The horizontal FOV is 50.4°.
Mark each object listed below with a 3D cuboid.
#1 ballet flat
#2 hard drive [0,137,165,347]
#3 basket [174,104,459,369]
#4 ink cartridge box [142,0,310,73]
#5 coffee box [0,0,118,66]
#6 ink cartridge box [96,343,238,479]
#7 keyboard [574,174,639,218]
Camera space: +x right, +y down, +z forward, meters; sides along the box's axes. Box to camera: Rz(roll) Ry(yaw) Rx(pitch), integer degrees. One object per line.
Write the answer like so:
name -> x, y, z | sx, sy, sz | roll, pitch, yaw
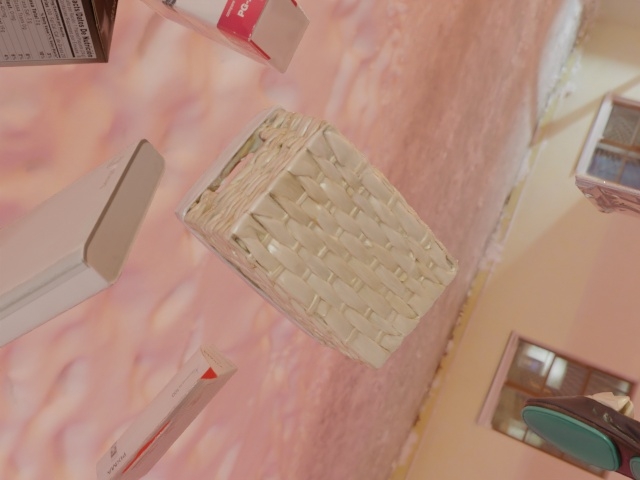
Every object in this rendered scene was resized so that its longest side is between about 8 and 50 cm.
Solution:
ballet flat -> 0.286, 0.183, 0.618 | 0.074, 0.203, 0.074 | -15, 114, -38
hard drive -> -0.288, 0.036, 0.617 | 0.040, 0.307, 0.203 | 52, 20, -27
basket -> 0.000, 0.000, 0.482 | 0.167, 0.103, 0.113 | 44, 82, -25
ink cartridge box -> -0.156, -0.358, 1.009 | 0.100, 0.237, 0.172 | -63, 167, 5
coffee box -> -0.373, -0.274, 0.710 | 0.119, 0.297, 0.168 | 92, -8, -50
ink cartridge box -> -0.314, 0.340, 1.288 | 0.308, 0.091, 0.385 | -48, 172, -4
keyboard -> 0.362, -0.048, 0.826 | 0.256, 0.072, 0.014 | 9, 94, -62
